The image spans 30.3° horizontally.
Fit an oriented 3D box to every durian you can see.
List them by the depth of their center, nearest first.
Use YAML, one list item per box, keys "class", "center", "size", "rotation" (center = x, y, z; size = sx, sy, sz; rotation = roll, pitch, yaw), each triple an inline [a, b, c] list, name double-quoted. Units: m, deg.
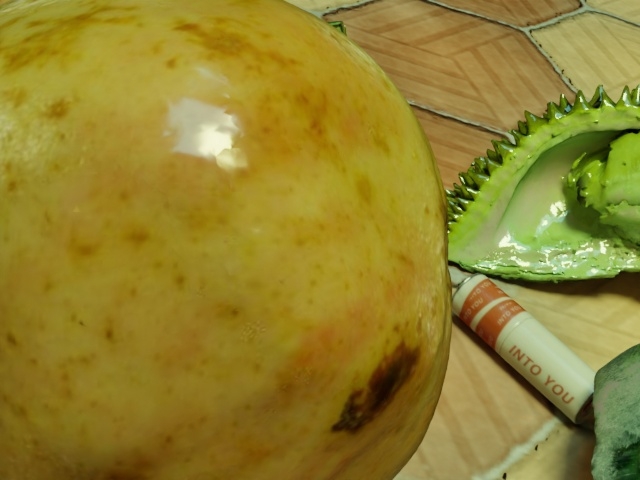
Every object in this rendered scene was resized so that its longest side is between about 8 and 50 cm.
- class: "durian"
  center: [0.274, -0.033, 0.974]
  size: [0.355, 0.157, 0.170]
  rotation: [6, 77, 10]

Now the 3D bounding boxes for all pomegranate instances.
- class: "pomegranate"
  center: [-0.097, 0.028, 0.622]
  size: [0.342, 0.343, 0.342]
  rotation: [11, 36, -8]

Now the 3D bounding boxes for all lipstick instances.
- class: "lipstick"
  center: [0.152, 0.077, 0.865]
  size: [0.038, 0.038, 0.130]
  rotation: [-18, 48, -38]

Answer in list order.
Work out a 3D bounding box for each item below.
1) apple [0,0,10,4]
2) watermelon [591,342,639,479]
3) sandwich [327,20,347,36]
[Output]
- class: "apple"
  center: [-0.261, -0.199, 0.838]
  size: [0.252, 0.309, 0.314]
  rotation: [29, 40, 15]
- class: "watermelon"
  center: [0.271, 0.127, 0.693]
  size: [0.175, 0.188, 0.322]
  rotation: [30, 26, -28]
- class: "sandwich"
  center: [-0.033, -0.172, 1.149]
  size: [0.074, 0.074, 0.116]
  rotation: [-9, 11, -30]
